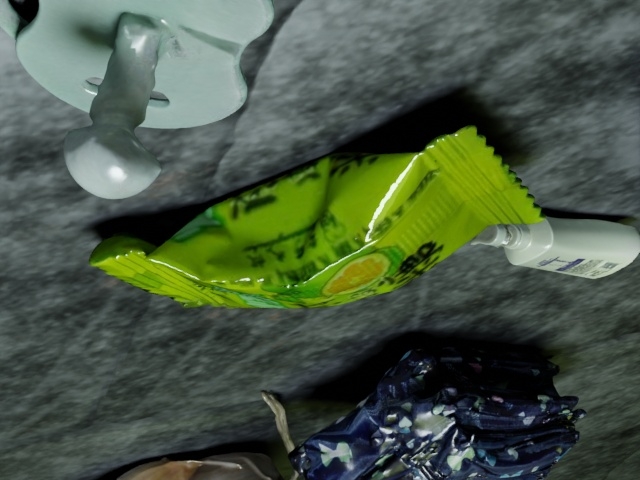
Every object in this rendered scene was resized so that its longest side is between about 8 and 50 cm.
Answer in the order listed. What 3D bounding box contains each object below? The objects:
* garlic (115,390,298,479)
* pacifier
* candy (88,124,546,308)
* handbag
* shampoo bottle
[{"bbox_3d":[-0.073,0.252,1.421,0.207,0.207,0.256,-3,147,-29],"label":"garlic"},{"bbox_3d":[-0.088,-0.073,0.754,0.127,0.116,0.150,18,152,-12],"label":"pacifier"},{"bbox_3d":[0.000,0.000,1.040,0.246,0.069,0.149,-21,160,13],"label":"candy"},{"bbox_3d":[0.103,0.155,1.405,0.162,0.113,0.260,-44,150,27],"label":"handbag"},{"bbox_3d":[0.158,0.002,1.197,0.141,0.034,0.049,8,154,-44],"label":"shampoo bottle"}]
